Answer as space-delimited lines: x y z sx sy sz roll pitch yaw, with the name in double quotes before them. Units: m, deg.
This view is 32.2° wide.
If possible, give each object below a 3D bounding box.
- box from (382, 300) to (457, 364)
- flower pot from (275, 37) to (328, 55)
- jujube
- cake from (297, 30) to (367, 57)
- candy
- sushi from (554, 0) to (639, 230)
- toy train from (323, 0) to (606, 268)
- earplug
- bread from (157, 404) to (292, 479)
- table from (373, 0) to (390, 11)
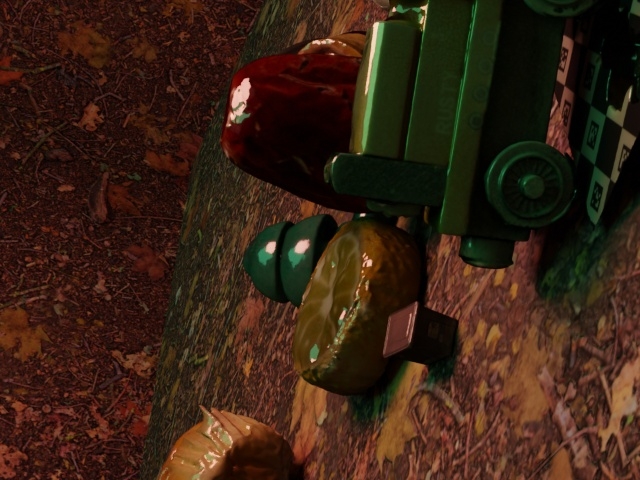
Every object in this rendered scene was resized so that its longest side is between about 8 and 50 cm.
"box" 0.123 0.118 1.363 0.084 0.063 0.060 142 142 -63
"flower pot" 0.001 -0.227 2.000 0.235 0.235 0.148 -63 36 33
"jujube" 0.024 -0.152 1.551 0.223 0.317 0.223 -169 90 -81
"cake" 0.025 -0.236 1.783 0.208 0.185 0.178 -57 -16 28
"candy" 0.052 0.093 1.571 0.260 0.118 0.260 -54 24 37
"sushi" 0.305 -0.192 1.089 0.290 0.050 0.264 -90 9 -45
"toy train" 0.146 -0.173 1.146 0.160 0.253 0.397 -121 39 -82
"earplug" -0.003 -0.002 1.777 0.164 0.280 0.258 -57 -42 -60
"bread" -0.166 0.467 1.732 0.183 0.236 0.389 -5 58 57
"table" 0.155 -0.426 1.777 0.220 0.126 0.126 -134 63 -73
